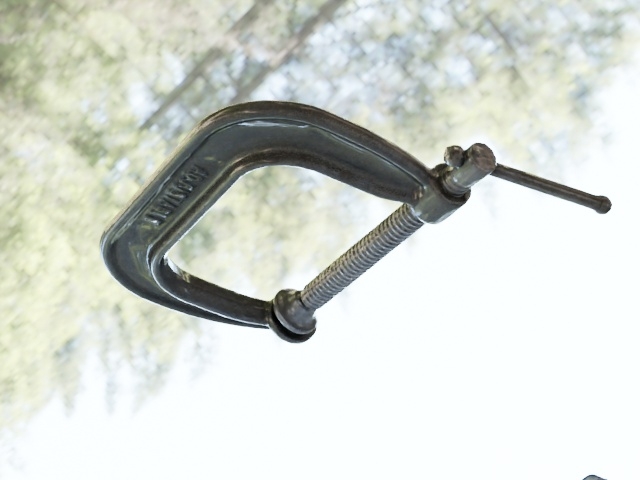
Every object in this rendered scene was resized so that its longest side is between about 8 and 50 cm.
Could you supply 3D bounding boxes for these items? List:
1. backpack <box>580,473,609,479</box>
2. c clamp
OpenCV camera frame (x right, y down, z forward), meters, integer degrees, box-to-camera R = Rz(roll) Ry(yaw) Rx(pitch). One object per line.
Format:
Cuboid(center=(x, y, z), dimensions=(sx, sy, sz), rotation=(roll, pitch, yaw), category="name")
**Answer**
Cuboid(center=(0.266, 0.288, 1.524), dimensions=(0.114, 0.084, 0.105), rotation=(40, -110, 17), category="backpack")
Cuboid(center=(0.000, 0.000, 0.590), dimensions=(0.137, 0.161, 0.022), rotation=(24, -128, -28), category="c clamp")
